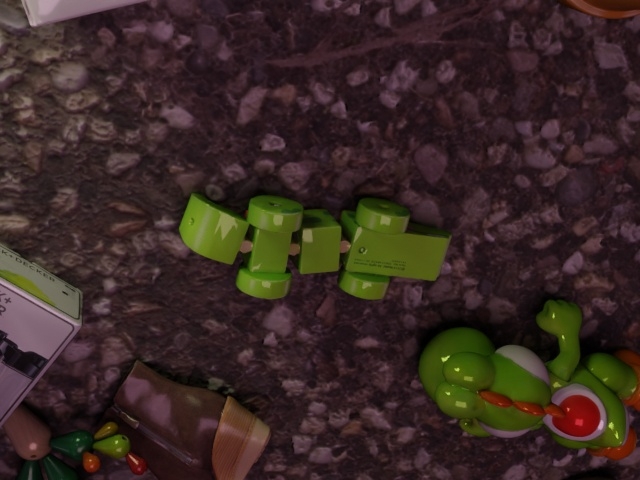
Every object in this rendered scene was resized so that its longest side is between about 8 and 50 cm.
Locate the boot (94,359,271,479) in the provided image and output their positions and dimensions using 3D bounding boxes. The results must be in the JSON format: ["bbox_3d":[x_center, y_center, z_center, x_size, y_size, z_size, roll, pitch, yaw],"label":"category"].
[{"bbox_3d":[-0.202,0.289,1.282,0.207,0.090,0.248,26,111,-7],"label":"boot"}]

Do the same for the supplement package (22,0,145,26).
[{"bbox_3d":[-0.159,-0.338,0.935,0.293,0.177,0.175,-15,117,-6],"label":"supplement package"}]

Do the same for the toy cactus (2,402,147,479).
[{"bbox_3d":[-0.331,0.278,1.225,0.219,0.112,0.180,-36,94,33],"label":"toy cactus"}]

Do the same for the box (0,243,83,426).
[{"bbox_3d":[-0.433,0.144,1.142,0.169,0.087,0.290,36,102,-25],"label":"box"}]

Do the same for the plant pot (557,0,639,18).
[{"bbox_3d":[0.355,-0.333,1.049,0.205,0.188,0.205,-5,115,-11],"label":"plant pot"}]

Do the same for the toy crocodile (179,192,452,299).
[{"bbox_3d":[0.000,0.000,1.177,0.341,0.105,0.115,2,113,-19],"label":"toy crocodile"}]

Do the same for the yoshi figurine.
[{"bbox_3d":[0.279,0.191,1.310,0.362,0.203,0.203,14,151,-33],"label":"yoshi figurine"}]

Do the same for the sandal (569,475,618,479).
[{"bbox_3d":[0.338,0.459,1.461,0.303,0.086,0.120,-25,117,-1],"label":"sandal"}]
